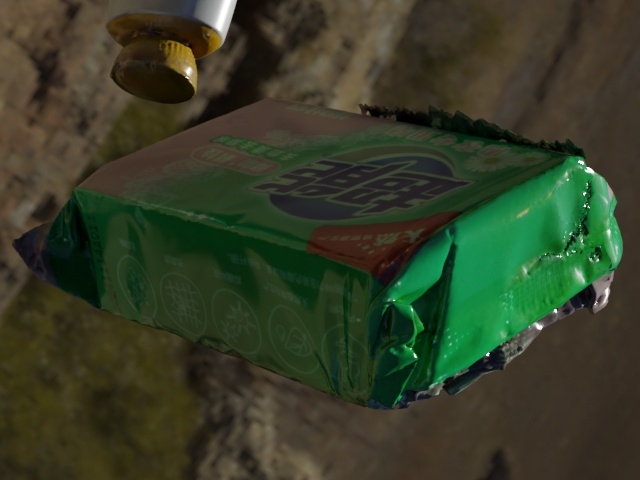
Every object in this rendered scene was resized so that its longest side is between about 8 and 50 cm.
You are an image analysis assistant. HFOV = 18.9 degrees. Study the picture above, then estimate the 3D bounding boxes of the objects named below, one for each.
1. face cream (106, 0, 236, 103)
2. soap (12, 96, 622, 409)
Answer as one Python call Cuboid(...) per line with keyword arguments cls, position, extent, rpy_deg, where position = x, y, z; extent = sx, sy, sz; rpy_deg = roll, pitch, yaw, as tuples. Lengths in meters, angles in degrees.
Cuboid(cls="face cream", position=(-0.074, -0.164, 1.057), extent=(0.051, 0.072, 0.182), rpy_deg=(55, 43, -62))
Cuboid(cls="soap", position=(0.001, 0.002, 1.036), extent=(0.218, 0.273, 0.098), rpy_deg=(-31, 119, -33))
